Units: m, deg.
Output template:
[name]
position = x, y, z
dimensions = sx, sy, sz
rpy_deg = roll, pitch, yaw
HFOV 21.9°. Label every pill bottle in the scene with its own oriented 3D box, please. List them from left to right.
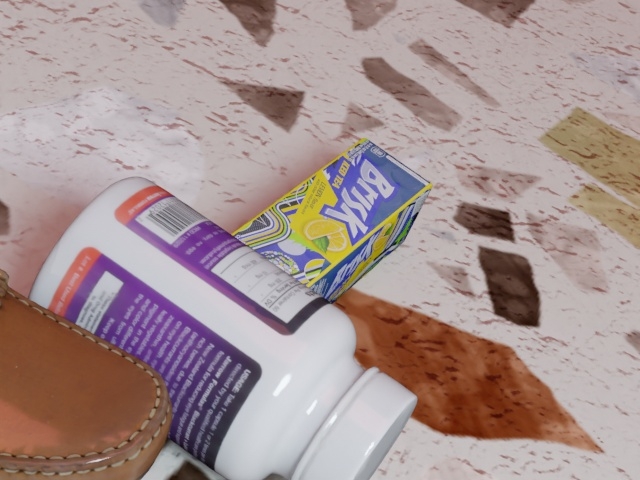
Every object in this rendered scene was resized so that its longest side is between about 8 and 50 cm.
[pill bottle]
position = -0.050, 0.060, 0.873
dimensions = 0.193, 0.108, 0.108
rpy_deg = 34, 38, 12

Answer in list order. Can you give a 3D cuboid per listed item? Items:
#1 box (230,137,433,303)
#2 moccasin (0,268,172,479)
[box]
position = 0.000, 0.000, 1.016
dimensions = 0.059, 0.054, 0.169
rpy_deg = 35, 38, 13
[moccasin]
position = -0.244, 0.008, 0.794
dimensions = 0.380, 0.147, 0.139
rpy_deg = 30, 38, 7
